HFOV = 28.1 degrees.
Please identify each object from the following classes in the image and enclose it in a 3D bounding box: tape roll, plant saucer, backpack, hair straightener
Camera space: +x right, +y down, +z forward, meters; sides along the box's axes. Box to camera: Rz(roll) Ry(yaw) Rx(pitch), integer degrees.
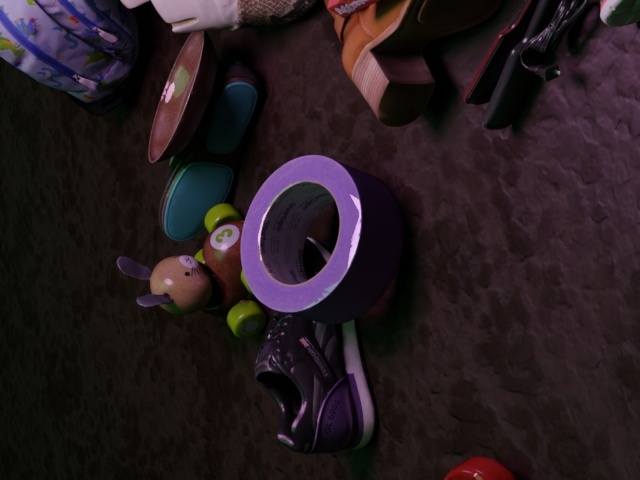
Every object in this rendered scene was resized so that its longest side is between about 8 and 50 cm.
[{"bbox_3d":[0.000,0.000,1.500,0.189,0.080,0.188,-15,67,39],"label":"tape roll"},{"bbox_3d":[-0.184,-0.194,1.748,0.198,0.036,0.198,-54,25,39],"label":"plant saucer"},{"bbox_3d":[-0.420,-0.377,1.958,0.273,0.356,0.290,-27,69,30],"label":"backpack"},{"bbox_3d":[0.219,-0.193,1.233,0.230,0.047,0.089,-59,46,36],"label":"hair straightener"}]

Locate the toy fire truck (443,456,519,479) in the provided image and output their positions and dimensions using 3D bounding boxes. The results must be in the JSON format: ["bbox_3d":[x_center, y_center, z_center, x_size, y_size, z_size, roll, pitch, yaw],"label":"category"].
[{"bbox_3d":[0.144,0.391,1.309,0.254,0.169,0.302,53,139,16],"label":"toy fire truck"}]

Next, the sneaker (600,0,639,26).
[{"bbox_3d":[0.284,-0.254,1.100,0.158,0.061,0.064,-48,46,48],"label":"sneaker"}]

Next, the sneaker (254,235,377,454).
[{"bbox_3d":[-0.025,0.122,1.569,0.107,0.124,0.283,-44,56,50],"label":"sneaker"}]

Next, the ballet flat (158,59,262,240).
[{"bbox_3d":[-0.157,-0.131,1.804,0.280,0.095,0.096,-61,33,26],"label":"ballet flat"}]

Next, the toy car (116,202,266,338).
[{"bbox_3d":[-0.177,0.045,1.747,0.155,0.188,0.149,53,135,42],"label":"toy car"}]

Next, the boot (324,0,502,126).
[{"bbox_3d":[0.096,-0.291,1.380,0.283,0.109,0.220,113,146,-42],"label":"boot"}]

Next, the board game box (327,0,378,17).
[{"bbox_3d":[0.092,-0.373,1.315,0.145,0.027,0.281,-12,57,57],"label":"board game box"}]

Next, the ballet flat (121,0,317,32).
[{"bbox_3d":[-0.180,-0.358,1.719,0.483,0.182,0.164,30,145,53],"label":"ballet flat"}]
